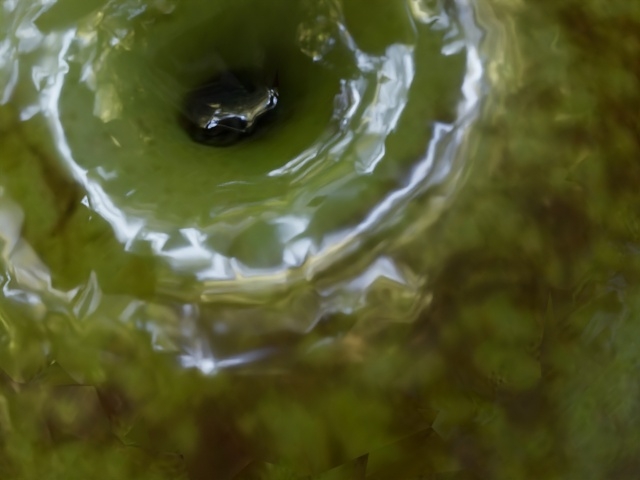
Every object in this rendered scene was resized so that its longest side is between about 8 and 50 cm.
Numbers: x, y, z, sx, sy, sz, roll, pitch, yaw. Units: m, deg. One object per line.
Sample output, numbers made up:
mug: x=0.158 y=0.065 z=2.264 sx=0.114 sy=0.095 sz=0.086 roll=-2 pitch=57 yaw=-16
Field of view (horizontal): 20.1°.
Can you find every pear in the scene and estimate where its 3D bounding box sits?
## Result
pear: x=0.000 y=0.000 z=0.503 sx=0.283 sy=0.283 sz=0.283 roll=-47 pitch=12 yaw=13
